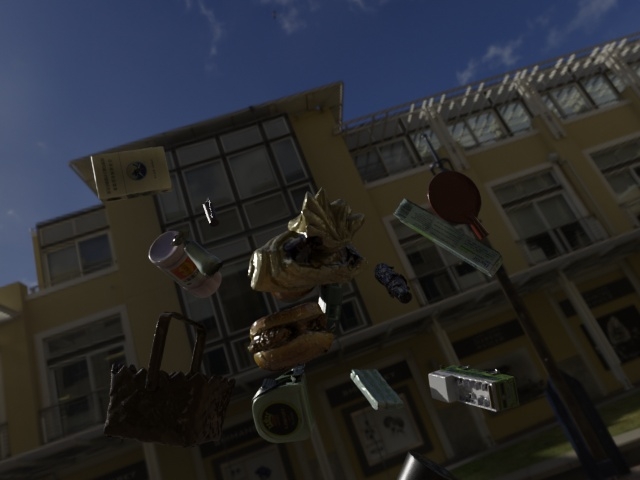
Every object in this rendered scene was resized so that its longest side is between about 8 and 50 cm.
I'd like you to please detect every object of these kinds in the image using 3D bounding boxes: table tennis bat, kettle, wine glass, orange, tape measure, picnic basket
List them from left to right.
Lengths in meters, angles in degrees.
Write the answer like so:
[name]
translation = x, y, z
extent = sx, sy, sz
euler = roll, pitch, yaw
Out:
[picnic basket]
translation = -0.377, 0.362, 1.287
extent = 0.291, 0.321, 0.254
euler = 2, -19, 12
[wine glass]
translation = -0.369, 0.040, 1.476
extent = 0.072, 0.155, 0.072
euler = -46, -12, -13
[tape measure]
translation = -0.130, 0.529, 1.609
extent = 0.206, 0.236, 0.115
euler = -8, 13, 10
[orange]
translation = -0.109, 0.168, 2.112
extent = 0.240, 0.171, 0.240
euler = -36, -2, -1
[kettle]
translation = 0.377, 0.985, 1.814
extent = 0.308, 0.262, 0.203
euler = -62, -22, -8
[table tennis bat]
translation = 0.546, -0.137, 1.919
extent = 0.200, 0.310, 0.038
euler = -33, -10, -7

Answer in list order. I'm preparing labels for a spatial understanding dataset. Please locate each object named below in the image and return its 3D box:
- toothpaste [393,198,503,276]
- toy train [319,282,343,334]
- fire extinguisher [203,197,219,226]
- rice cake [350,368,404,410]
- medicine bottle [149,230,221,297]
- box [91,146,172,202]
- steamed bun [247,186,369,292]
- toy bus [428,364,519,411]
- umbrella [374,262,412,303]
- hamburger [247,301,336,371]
[toothpaste]
translation = 0.373, -0.012, 1.454
extent = 0.067, 0.336, 0.081
euler = -56, -29, 3
[toy train]
translation = 0.053, 0.203, 2.142
extent = 0.086, 0.410, 0.089
euler = 13, -11, -31
[fire extinguisher]
translation = -0.483, -0.133, 2.163
extent = 0.045, 0.157, 0.078
euler = -5, -45, -25
[rice cake]
translation = 0.204, 0.541, 1.783
extent = 0.124, 0.211, 0.038
euler = 5, -71, -21
[medicine bottle]
translation = -0.456, 0.086, 1.682
extent = 0.133, 0.133, 0.250
euler = -25, -41, 8
[box]
translation = -0.694, -0.245, 1.822
extent = 0.256, 0.164, 0.069
euler = -12, -6, -17
[steamed bun]
translation = 0.000, 0.000, 1.350
extent = 0.189, 0.247, 0.427
euler = -24, -16, 37
[toy bus]
translation = 0.501, 0.485, 1.633
extent = 0.139, 0.113, 0.301
euler = -8, -4, -25
[umbrella]
translation = 0.286, 0.163, 1.940
extent = 0.094, 0.090, 0.326
euler = -40, 19, 0
[hamburger]
translation = -0.066, 0.212, 1.064
extent = 0.181, 0.118, 0.191
euler = -30, -22, 11
